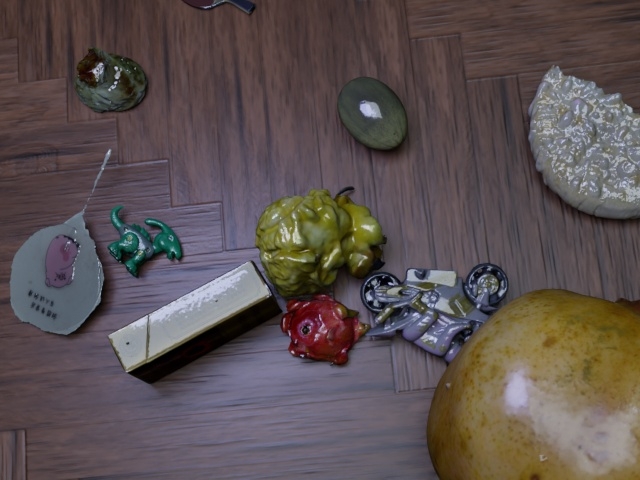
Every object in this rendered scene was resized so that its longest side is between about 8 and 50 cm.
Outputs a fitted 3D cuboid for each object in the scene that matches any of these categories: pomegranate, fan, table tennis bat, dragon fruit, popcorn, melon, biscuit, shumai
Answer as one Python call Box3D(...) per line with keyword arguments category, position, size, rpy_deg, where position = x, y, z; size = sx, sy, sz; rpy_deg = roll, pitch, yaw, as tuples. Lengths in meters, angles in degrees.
Box3D(category="pomegranate", position=(0.338, 0.240, 1.340), size=(0.417, 0.416, 0.416), rpy_deg=(-1, 76, 4))
Box3D(category="fan", position=(-0.395, -0.005, 1.612), size=(0.182, 0.010, 0.310), rpy_deg=(21, 88, 21))
Box3D(category="table tennis bat", position=(-0.181, -0.431, 1.735), size=(0.158, 0.014, 0.095), rpy_deg=(31, 79, 13))
Box3D(category="dragon fruit", position=(0.000, 0.135, 1.554), size=(0.126, 0.068, 0.112), rpy_deg=(30, 81, 12))
Box3D(category="popcorn", position=(-0.003, -0.008, 1.542), size=(0.195, 0.168, 0.173), rpy_deg=(-22, 38, -12))
Box3D(category="melon", position=(0.083, -0.200, 1.614), size=(0.098, 0.098, 0.130), rpy_deg=(-35, 79, -5))
Box3D(category="biscuit", position=(0.429, -0.135, 1.580), size=(0.281, 0.084, 0.179), rpy_deg=(39, 86, 14))
Box3D(category="shumai", position=(-0.353, -0.272, 1.671), size=(0.124, 0.087, 0.098), rpy_deg=(-2, 75, 2))

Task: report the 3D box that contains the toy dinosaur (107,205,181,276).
Box3D(category="toy dinosaur", position=(-0.289, -0.001, 1.620), size=(0.096, 0.059, 0.132), rpy_deg=(-43, 85, -15))

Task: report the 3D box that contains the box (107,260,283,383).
Box3D(category="box", position=(-0.182, 0.125, 1.523), size=(0.240, 0.159, 0.071), rpy_deg=(-28, 78, -4))

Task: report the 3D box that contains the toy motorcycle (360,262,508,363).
Box3D(category="toy motorcycle", position=(0.176, 0.115, 1.539), size=(0.225, 0.073, 0.152), rpy_deg=(-5, 89, 1))
